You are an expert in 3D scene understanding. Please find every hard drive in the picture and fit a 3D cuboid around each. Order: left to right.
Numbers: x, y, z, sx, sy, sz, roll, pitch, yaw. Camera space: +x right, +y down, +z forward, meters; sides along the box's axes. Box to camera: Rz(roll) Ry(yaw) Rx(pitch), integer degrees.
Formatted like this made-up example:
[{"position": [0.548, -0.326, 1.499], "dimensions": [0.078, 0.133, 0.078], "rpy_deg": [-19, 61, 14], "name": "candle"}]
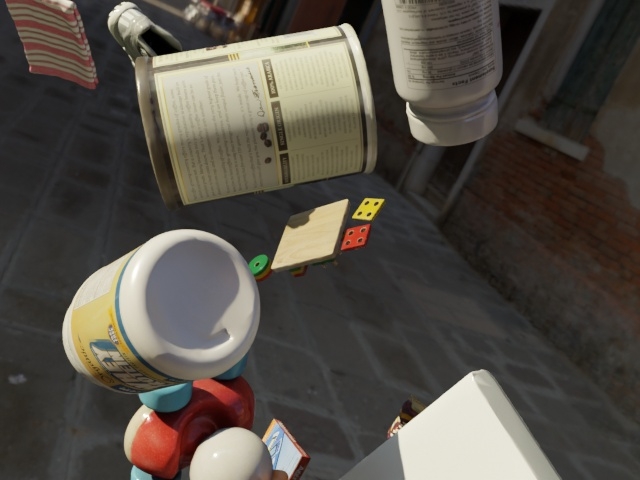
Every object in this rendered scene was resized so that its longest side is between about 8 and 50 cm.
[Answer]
[{"position": [0.116, 0.336, 0.775], "dimensions": [0.047, 0.353, 0.233], "rpy_deg": [3, 48, -47], "name": "hard drive"}]

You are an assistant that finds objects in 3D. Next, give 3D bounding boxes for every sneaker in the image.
[{"position": [-0.271, -0.305, 1.247], "dimensions": [0.132, 0.086, 0.228], "rpy_deg": [37, -7, 33], "name": "sneaker"}, {"position": [0.157, 0.326, 1.230], "dimensions": [0.069, 0.084, 0.185], "rpy_deg": [36, -14, 21], "name": "sneaker"}]

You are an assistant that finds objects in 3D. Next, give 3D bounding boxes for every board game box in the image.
[{"position": [-0.126, 0.521, 1.443], "dimensions": [0.027, 0.281, 0.145], "rpy_deg": [27, 3, -33], "name": "board game box"}]

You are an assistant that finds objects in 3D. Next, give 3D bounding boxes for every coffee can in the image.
[{"position": [-0.083, -0.161, 0.937], "dimensions": [0.275, 0.201, 0.201], "rpy_deg": [-11, 21, -6], "name": "coffee can"}]

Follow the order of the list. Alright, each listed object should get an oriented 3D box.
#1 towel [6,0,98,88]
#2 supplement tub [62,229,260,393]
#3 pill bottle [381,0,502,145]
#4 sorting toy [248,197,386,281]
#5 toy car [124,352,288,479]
[{"position": [-0.496, -0.372, 1.312], "dimensions": [0.144, 0.197, 0.029], "rpy_deg": [17, 56, 9], "name": "towel"}, {"position": [-0.170, 0.080, 0.732], "dimensions": [0.144, 0.144, 0.200], "rpy_deg": [14, -24, -36], "name": "supplement tub"}, {"position": [0.177, -0.290, 1.022], "dimensions": [0.160, 0.283, 0.160], "rpy_deg": [-10, 35, 7], "name": "pill bottle"}, {"position": [0.000, 0.000, 1.265], "dimensions": [0.046, 0.274, 0.132], "rpy_deg": [50, 40, -33], "name": "sorting toy"}, {"position": [-0.129, 0.295, 1.003], "dimensions": [0.238, 0.219, 0.210], "rpy_deg": [29, 31, 29], "name": "toy car"}]
